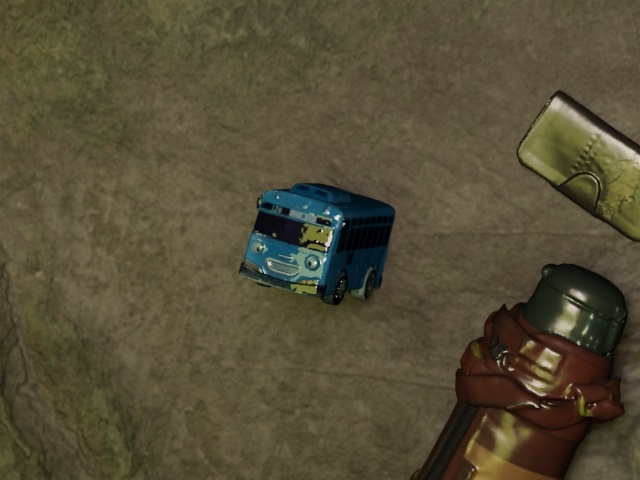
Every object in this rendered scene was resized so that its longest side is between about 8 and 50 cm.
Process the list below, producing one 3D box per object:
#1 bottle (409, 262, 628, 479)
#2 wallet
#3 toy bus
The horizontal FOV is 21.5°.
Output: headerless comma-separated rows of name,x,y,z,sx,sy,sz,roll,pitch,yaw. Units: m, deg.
bottle,0.194,0.153,1.552,0.156,0.143,0.271,29,102,15
wallet,0.262,-0.067,1.576,0.156,0.018,0.082,38,106,12
toy bus,0.000,0.000,1.588,0.090,0.184,0.106,17,97,17
